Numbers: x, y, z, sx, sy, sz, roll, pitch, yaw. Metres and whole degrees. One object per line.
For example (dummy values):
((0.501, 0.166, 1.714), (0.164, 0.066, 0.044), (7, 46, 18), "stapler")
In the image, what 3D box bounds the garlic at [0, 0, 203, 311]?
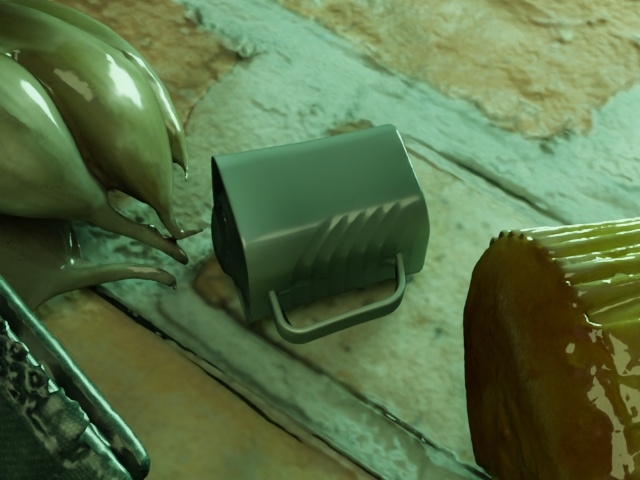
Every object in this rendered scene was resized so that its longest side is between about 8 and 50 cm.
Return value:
((-0.222, -0.060, 0.948), (0.237, 0.210, 0.292), (-10, 47, -46), "garlic")

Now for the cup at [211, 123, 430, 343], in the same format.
((0.000, 0.000, 0.916), (0.130, 0.095, 0.128), (-14, 60, -9), "cup")

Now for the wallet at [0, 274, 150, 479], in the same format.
((-0.272, 0.086, 0.823), (0.342, 0.075, 0.237), (46, 105, 16), "wallet")

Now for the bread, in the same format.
((0.165, 0.107, 0.804), (0.133, 0.179, 0.250), (-9, 68, -14), "bread")
